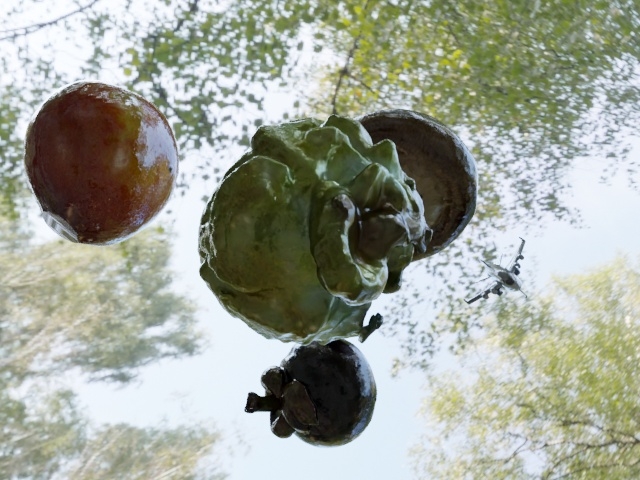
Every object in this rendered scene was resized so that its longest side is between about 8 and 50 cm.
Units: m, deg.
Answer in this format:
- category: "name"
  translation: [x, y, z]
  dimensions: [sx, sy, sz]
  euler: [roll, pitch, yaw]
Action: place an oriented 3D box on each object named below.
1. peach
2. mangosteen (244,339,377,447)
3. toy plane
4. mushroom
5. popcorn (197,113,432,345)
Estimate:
- category: "peach"
  translation: [-0.509, -0.171, 1.755]
  dimensions: [0.388, 0.388, 0.389]
  euler: [4, -83, 32]
- category: "mangosteen"
  translation: [-0.021, 0.284, 1.389]
  dimensions: [0.211, 0.249, 0.211]
  euler: [169, -90, -70]
- category: "toy plane"
  translation: [0.340, 0.068, 1.410]
  dimensions: [0.065, 0.171, 0.162]
  euler: [40, -86, -17]
- category: "mushroom"
  translation: [0.148, -0.105, 1.492]
  dimensions: [0.345, 0.345, 0.239]
  euler: [-9, -117, 32]
- category: "popcorn"
  translation: [0.000, 0.000, 0.588]
  dimensions: [0.212, 0.197, 0.198]
  euler: [7, -80, 61]
